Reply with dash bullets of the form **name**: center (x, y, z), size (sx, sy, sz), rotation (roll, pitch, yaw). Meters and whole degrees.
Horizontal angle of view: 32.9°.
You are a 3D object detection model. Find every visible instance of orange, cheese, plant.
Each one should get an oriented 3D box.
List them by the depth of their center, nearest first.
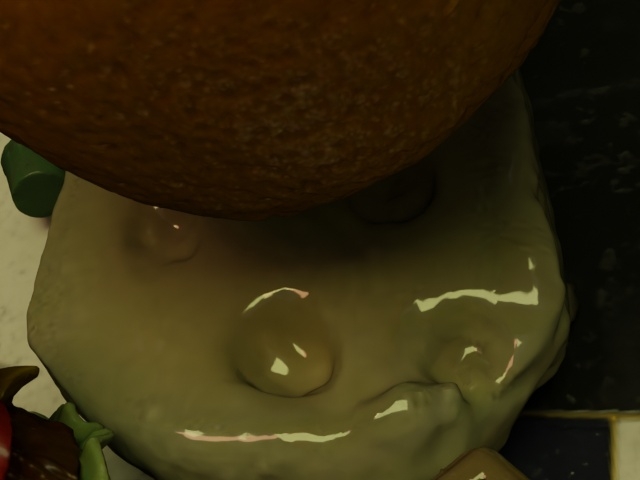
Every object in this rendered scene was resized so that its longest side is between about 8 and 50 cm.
- **orange**: center (-0.049, -0.176, 0.452), size (0.322, 0.357, 0.322), rotation (-15, 38, 12)
- **cheese**: center (0.000, 0.000, 0.609), size (0.326, 0.115, 0.318), rotation (-42, 55, -11)
- **plant**: center (-0.196, -0.062, 0.754), size (0.051, 0.051, 0.102), rotation (-22, 43, 3)

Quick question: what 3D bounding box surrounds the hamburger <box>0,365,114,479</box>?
- **hamburger**: center (-0.224, 0.146, 0.456), size (0.274, 0.212, 0.274), rotation (-35, 27, 21)

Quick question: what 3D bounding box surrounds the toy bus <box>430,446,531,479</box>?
- **toy bus**: center (0.013, 0.229, 0.440), size (0.289, 0.139, 0.157), rotation (-39, 51, -11)
